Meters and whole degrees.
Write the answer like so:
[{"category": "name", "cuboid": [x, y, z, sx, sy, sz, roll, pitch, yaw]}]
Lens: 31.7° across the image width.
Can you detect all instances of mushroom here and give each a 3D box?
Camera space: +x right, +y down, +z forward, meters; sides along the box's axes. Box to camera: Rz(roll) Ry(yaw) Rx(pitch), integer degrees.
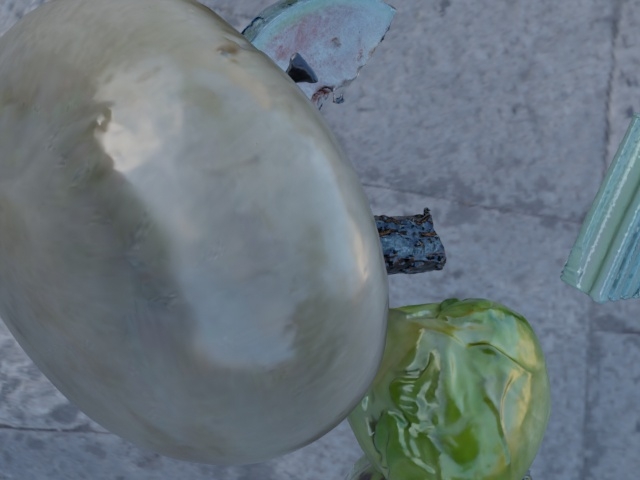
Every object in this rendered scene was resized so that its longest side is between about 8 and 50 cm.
[{"category": "mushroom", "cuboid": [-0.086, -0.020, 0.816, 0.294, 0.362, 0.362, -36, 102, -32]}]

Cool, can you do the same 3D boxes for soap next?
[{"category": "soap", "cuboid": [0.337, -0.034, 1.205, 0.114, 0.063, 0.198, 1, 115, -52]}]

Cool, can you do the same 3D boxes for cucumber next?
[{"category": "cucumber", "cuboid": [0.000, 0.000, 1.184, 0.303, 0.072, 0.081, 1, 60, -31]}]

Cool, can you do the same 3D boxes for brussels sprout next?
[{"category": "brussels sprout", "cuboid": [0.128, 0.151, 1.055, 0.223, 0.161, 0.223, -17, 122, -31]}]

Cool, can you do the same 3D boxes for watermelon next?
[{"category": "watermelon", "cuboid": [-0.067, -0.253, 1.608, 0.188, 0.175, 0.322, 28, 102, -37]}]

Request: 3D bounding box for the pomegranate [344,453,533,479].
[{"category": "pomegranate", "cuboid": [0.118, 0.328, 1.228, 0.270, 0.254, 0.254, -30, 101, 8]}]
